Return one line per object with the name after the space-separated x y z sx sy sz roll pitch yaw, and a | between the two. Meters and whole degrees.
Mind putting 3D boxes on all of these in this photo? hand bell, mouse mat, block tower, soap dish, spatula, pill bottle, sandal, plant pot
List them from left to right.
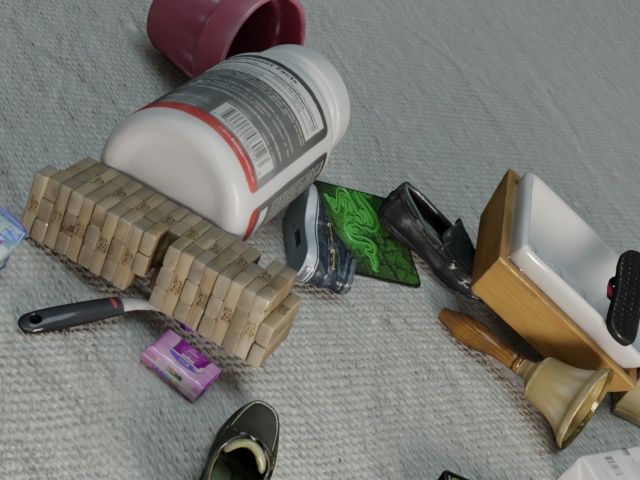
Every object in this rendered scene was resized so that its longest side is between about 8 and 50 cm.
-0.219 0.079 1.484 0.296 0.030 0.084 -5 48 -40 | spatula
-0.184 0.017 1.485 0.335 0.091 0.097 28 29 10 | block tower
-0.151 -0.308 1.878 0.180 0.201 0.201 31 32 26 | plant pot
-0.110 -0.126 1.659 0.210 0.210 0.363 38 35 7 | pill bottle
0.063 -0.012 1.832 0.153 0.007 0.189 13 39 -26 | mouse mat
0.261 0.165 1.717 0.242 0.126 0.126 33 33 23 | hand bell
0.339 0.064 1.803 0.291 0.118 0.229 43 32 -18 | soap dish
0.421 0.079 1.752 0.067 0.040 0.179 40 47 -11 | sandal

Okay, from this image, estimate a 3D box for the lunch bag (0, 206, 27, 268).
-0.423 -0.006 1.372 0.151 0.096 0.129 42 35 -4 | lunch bag

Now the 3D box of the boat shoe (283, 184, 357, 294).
0.000 0.000 1.728 0.083 0.065 0.183 26 37 -24 | boat shoe

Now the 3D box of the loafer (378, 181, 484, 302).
0.185 0.004 1.838 0.223 0.078 0.076 41 33 4 | loafer

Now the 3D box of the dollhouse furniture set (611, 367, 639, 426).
0.534 0.208 1.823 0.184 0.129 0.129 27 35 -7 | dollhouse furniture set

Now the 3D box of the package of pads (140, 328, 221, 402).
-0.161 0.143 1.451 0.083 0.032 0.050 37 37 6 | package of pads

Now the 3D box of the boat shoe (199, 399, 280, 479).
-0.084 0.242 1.354 0.080 0.073 0.223 32 35 -1 | boat shoe

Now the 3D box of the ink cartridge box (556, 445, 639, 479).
0.410 0.328 1.643 0.180 0.060 0.104 0 46 -37 | ink cartridge box

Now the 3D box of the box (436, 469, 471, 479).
0.217 0.366 1.442 0.184 0.045 0.190 23 26 -9 | box
